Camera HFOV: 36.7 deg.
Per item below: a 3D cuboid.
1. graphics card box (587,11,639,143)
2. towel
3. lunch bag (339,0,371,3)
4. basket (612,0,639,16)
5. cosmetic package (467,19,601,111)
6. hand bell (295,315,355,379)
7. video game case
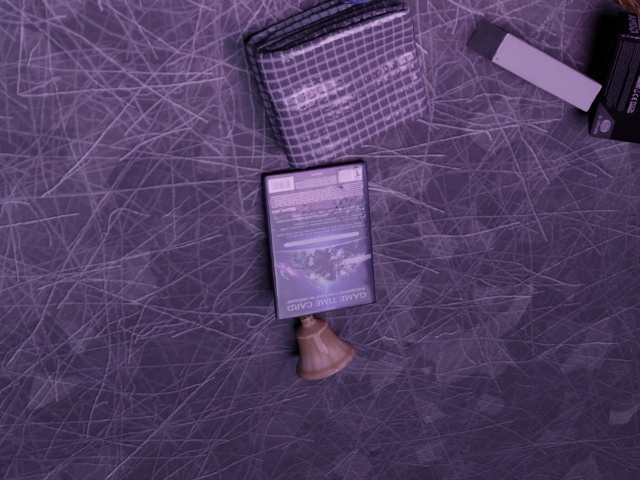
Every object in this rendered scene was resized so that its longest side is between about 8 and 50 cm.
[{"bbox_3d":[0.700,-0.276,1.769,0.371,0.094,0.232,8,134,5],"label":"graphics card box"},{"bbox_3d":[0.041,-0.274,1.623,0.284,0.121,0.235,-24,124,-7],"label":"towel"},{"bbox_3d":[0.079,-0.489,1.508,0.176,0.090,0.218,-24,104,-6],"label":"lunch bag"},{"bbox_3d":[0.531,-0.543,1.605,0.299,0.213,0.223,36,101,-33],"label":"basket"},{"bbox_3d":[0.389,-0.316,1.746,0.239,0.099,0.060,20,109,-30],"label":"cosmetic package"},{"bbox_3d":[-0.035,0.134,1.851,0.126,0.126,0.242,-26,110,-6],"label":"hand bell"},{"bbox_3d":[0.000,0.000,1.777,0.196,0.026,0.274,-9,106,-16],"label":"video game case"}]
